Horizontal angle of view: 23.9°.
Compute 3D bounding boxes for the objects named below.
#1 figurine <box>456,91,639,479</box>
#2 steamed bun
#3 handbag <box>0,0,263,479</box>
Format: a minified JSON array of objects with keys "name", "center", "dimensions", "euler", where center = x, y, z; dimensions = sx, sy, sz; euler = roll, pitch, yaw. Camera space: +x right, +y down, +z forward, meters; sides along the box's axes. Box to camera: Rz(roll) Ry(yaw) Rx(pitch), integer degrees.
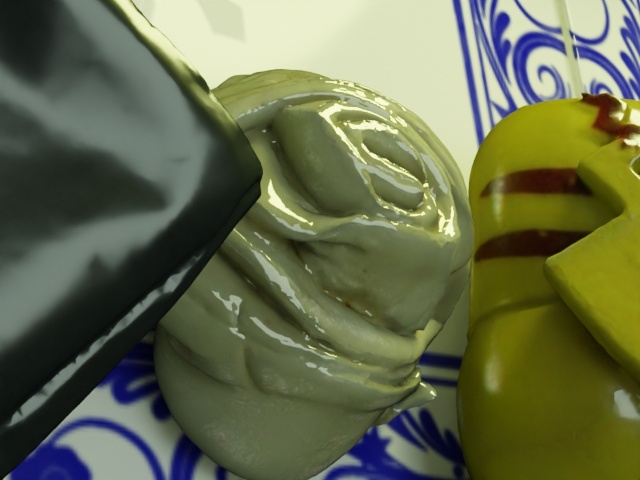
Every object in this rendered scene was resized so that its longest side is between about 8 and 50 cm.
[{"name":"figurine","center":[0.167,0.056,0.888],"dimensions":[0.169,0.218,0.327],"euler":[51,39,-56]},{"name":"steamed bun","center":[0.001,0.002,0.806],"dimensions":[0.218,0.144,0.211],"euler":[-37,95,-44]},{"name":"handbag","center":[-0.207,-0.044,0.632],"dimensions":[0.302,0.178,0.275],"euler":[49,61,-7]}]
